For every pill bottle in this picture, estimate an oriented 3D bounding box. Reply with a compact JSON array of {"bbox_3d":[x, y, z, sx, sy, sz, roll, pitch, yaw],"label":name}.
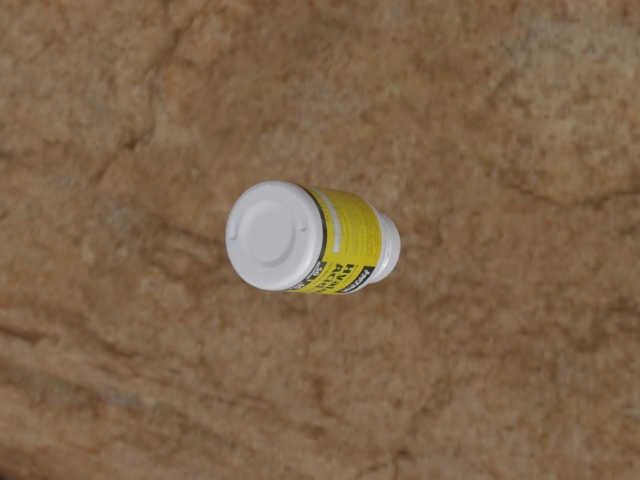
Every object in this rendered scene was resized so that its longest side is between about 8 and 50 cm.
[{"bbox_3d":[0.000,0.000,0.980,0.065,0.116,0.065,-2,86,32],"label":"pill bottle"}]
